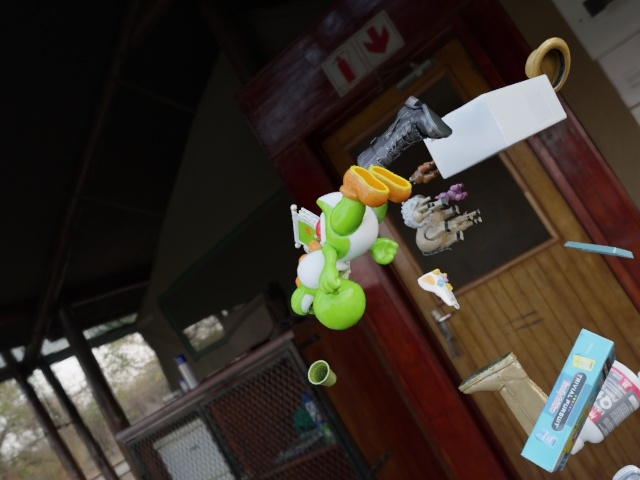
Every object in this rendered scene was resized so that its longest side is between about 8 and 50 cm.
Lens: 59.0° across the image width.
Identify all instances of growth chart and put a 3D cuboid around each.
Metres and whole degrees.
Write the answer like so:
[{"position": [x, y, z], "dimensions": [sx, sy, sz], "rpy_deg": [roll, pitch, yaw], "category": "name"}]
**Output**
[{"position": [0.000, 0.000, 1.485], "dimensions": [0.021, 0.171, 0.237], "rpy_deg": [-32, 39, -29], "category": "growth chart"}]

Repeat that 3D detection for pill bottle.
[{"position": [0.913, 0.560, 1.892], "dimensions": [0.319, 0.176, 0.176], "rpy_deg": [-40, -6, -4], "category": "pill bottle"}]

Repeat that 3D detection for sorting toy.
[{"position": [0.237, 0.100, 1.086], "dimensions": [0.045, 0.075, 0.083], "rpy_deg": [-42, -32, 15], "category": "sorting toy"}]

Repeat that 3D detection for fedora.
[{"position": [0.735, -0.568, 1.859], "dimensions": [0.194, 0.194, 0.079], "rpy_deg": [-28, 34, -17], "category": "fedora"}]

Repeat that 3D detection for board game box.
[{"position": [0.633, 0.410, 1.424], "dimensions": [0.335, 0.079, 0.254], "rpy_deg": [-62, -33, -4], "category": "board game box"}]

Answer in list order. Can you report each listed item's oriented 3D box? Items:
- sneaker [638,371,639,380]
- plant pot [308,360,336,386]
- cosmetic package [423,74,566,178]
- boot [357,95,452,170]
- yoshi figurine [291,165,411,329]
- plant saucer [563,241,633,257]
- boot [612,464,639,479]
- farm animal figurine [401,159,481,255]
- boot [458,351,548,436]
[{"position": [0.630, 0.270, 0.963], "dimensions": [0.058, 0.152, 0.084], "rpy_deg": [1, -40, -48], "category": "sneaker"}, {"position": [0.014, 0.469, 1.955], "dimensions": [0.083, 0.083, 0.079], "rpy_deg": [-32, -46, 15], "category": "plant pot"}, {"position": [0.530, -0.349, 1.698], "dimensions": [0.453, 0.161, 0.230], "rpy_deg": [-26, -1, -44], "category": "cosmetic package"}, {"position": [0.189, -0.223, 1.363], "dimensions": [0.229, 0.091, 0.263], "rpy_deg": [-47, 20, 14], "category": "boot"}, {"position": [0.067, 0.039, 1.166], "dimensions": [0.203, 0.204, 0.362], "rpy_deg": [-96, 30, -61], "category": "yoshi figurine"}, {"position": [0.751, 0.023, 1.533], "dimensions": [0.067, 0.018, 0.192], "rpy_deg": [13, 1, -15], "category": "plant saucer"}, {"position": [0.763, 0.665, 1.426], "dimensions": [0.189, 0.069, 0.086], "rpy_deg": [-60, -4, 3], "category": "boot"}, {"position": [0.369, -0.075, 1.844], "dimensions": [0.172, 0.330, 0.326], "rpy_deg": [-27, 31, 35], "category": "farm animal figurine"}, {"position": [0.597, 0.514, 1.773], "dimensions": [0.236, 0.269, 0.089], "rpy_deg": [-43, -13, 36], "category": "boot"}]
